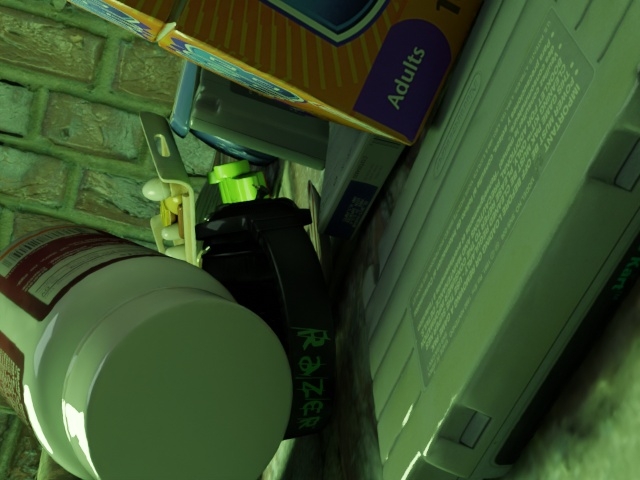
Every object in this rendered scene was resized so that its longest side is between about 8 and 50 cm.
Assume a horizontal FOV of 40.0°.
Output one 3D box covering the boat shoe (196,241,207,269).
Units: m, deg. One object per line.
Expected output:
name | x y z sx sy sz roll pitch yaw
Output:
boat shoe | -0.207 0.058 1.779 0.257 0.095 0.095 -117 41 -72

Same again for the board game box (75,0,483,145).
board game box | -0.053 -0.321 0.693 0.357 0.356 0.356 -65 15 5

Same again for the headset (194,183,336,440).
headset | -0.049 0.052 1.008 0.394 0.185 0.243 -130 37 -55

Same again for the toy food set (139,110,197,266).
toy food set | -0.327 -0.081 1.811 0.306 0.092 0.220 96 156 -44

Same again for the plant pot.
plant pot | -0.178 -0.286 1.737 0.236 0.212 0.236 -168 91 -77

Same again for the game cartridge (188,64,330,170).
game cartridge | -0.066 -0.194 1.147 0.062 0.198 0.297 -61 18 28

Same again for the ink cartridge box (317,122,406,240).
ink cartridge box | 0.055 -0.151 0.916 0.223 0.045 0.224 117 162 -48

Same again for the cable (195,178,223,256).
cable | -0.254 -0.023 2.019 0.257 0.089 0.257 133 154 -86

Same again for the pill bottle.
pill bottle | -0.204 0.114 0.887 0.392 0.224 0.224 15 92 57

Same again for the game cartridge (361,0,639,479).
game cartridge | 0.112 -0.030 0.506 0.230 0.068 0.355 -100 25 -52

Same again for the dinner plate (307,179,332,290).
dinner plate | 0.000 0.000 1.004 0.141 0.017 0.141 172 90 -86

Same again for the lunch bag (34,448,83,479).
lunch bag | -0.235 0.364 0.922 0.235 0.169 0.287 -153 69 -74

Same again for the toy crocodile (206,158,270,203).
toy crocodile | -0.148 -0.094 1.682 0.340 0.105 0.115 -175 70 -77
